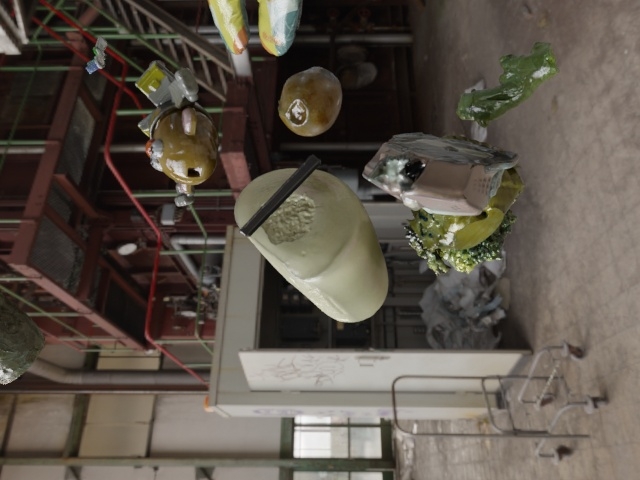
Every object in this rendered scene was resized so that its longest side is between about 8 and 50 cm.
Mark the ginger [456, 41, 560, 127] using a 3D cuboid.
[{"bbox_3d":[0.511,-0.426,1.344,0.290,0.137,0.089,-43,-4,30],"label":"ginger"}]

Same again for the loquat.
[{"bbox_3d":[-0.026,-0.392,1.378,0.227,0.179,0.180,-59,-26,-52],"label":"loquat"}]

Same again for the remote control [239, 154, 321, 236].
[{"bbox_3d":[-0.091,-0.100,1.117,0.245,0.025,0.063,-46,-4,2],"label":"remote control"}]

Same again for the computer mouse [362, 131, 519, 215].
[{"bbox_3d":[0.182,-0.092,0.767,0.389,0.199,0.115,-22,-57,-51],"label":"computer mouse"}]

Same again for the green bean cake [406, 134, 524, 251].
[{"bbox_3d":[0.351,-0.097,1.275,0.310,0.284,0.202,-56,46,40],"label":"green bean cake"}]

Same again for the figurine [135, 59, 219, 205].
[{"bbox_3d":[-0.321,-0.241,1.115,0.285,0.166,0.343,57,168,32],"label":"figurine"}]

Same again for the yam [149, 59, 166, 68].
[{"bbox_3d":[-0.459,-0.459,1.387,0.054,0.054,0.133,88,168,-51],"label":"yam"}]

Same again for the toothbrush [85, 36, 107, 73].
[{"bbox_3d":[-0.441,-0.377,0.980,0.304,0.030,0.030,-121,25,-55],"label":"toothbrush"}]

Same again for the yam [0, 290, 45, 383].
[{"bbox_3d":[-0.677,0.180,0.987,0.255,0.153,0.154,70,-164,-45],"label":"yam"}]

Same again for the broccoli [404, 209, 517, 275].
[{"bbox_3d":[0.449,-0.030,1.584,0.324,0.333,0.273,-21,-66,-57],"label":"broccoli"}]

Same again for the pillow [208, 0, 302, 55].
[{"bbox_3d":[-0.118,-0.436,0.858,0.086,0.233,0.214,-34,-50,-38],"label":"pillow"}]

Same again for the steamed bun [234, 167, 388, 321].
[{"bbox_3d":[0.000,0.000,1.395,0.455,0.290,0.371,38,169,37],"label":"steamed bun"}]
